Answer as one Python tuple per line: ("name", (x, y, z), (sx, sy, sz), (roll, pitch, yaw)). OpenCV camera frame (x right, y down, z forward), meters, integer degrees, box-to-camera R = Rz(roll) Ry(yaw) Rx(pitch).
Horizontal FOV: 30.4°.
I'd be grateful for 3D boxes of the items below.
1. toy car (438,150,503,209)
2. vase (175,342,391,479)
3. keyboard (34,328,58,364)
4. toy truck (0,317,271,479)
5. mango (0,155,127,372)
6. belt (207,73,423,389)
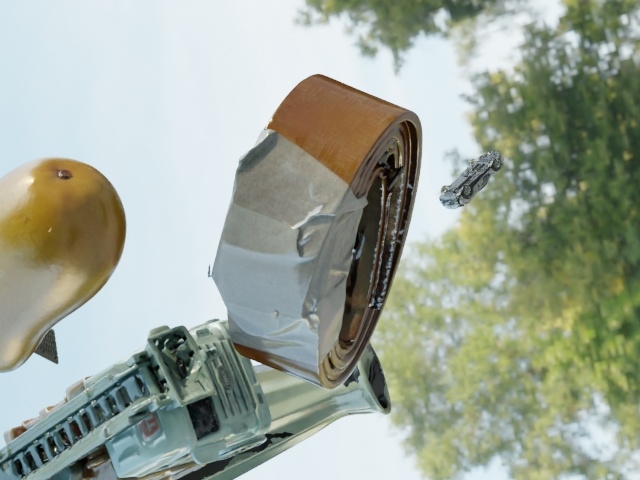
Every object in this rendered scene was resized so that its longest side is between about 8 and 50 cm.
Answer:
("toy car", (0.175, -0.069, 1.347), (0.093, 0.041, 0.025), (-41, -65, -21))
("vase", (-0.097, 0.225, 1.488), (0.165, 0.360, 0.165), (-21, -90, -78))
("keyboard", (-0.457, 0.143, 1.834), (0.198, 0.010, 0.063), (52, -155, -66))
("toy truck", (-0.195, 0.183, 1.125), (0.184, 0.338, 0.133), (-9, -108, -51))
("mango", (-0.198, 0.016, 0.793), (0.102, 0.184, 0.085), (31, -143, -15))
("belt", (0.000, 0.000, 0.964), (0.184, 0.105, 0.261), (-46, -27, -46))
